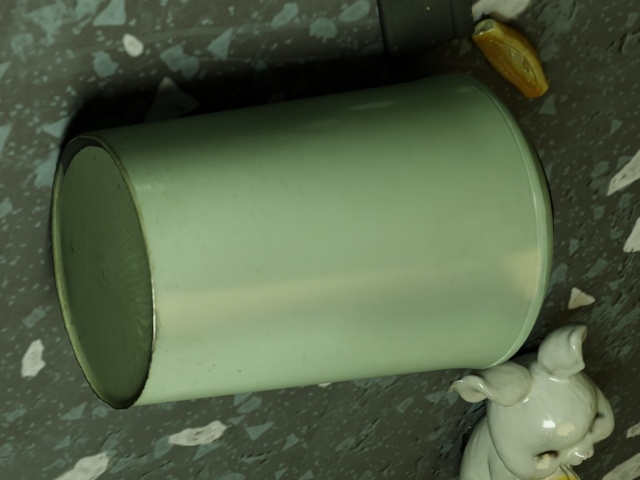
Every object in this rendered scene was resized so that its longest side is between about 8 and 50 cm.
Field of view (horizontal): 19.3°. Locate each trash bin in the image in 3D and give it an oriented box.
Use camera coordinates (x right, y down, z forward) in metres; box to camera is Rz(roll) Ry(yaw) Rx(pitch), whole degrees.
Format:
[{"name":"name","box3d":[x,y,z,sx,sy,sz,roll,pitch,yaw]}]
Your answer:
[{"name":"trash bin","box3d":[0.000,0.000,1.697,0.432,0.280,0.280,-8,134,-26]}]

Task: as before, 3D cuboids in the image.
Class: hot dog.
[{"name":"hot dog","box3d":[0.190,-0.180,1.841,0.044,0.028,0.137,-21,146,25]}]

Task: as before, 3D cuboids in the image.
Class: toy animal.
[{"name":"toy animal","box3d":[0.244,0.222,2.205,0.208,0.154,0.325,-24,135,-5]}]

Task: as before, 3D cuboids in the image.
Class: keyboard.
[{"name":"keyboard","box3d":[0.086,-0.281,1.667,0.101,0.018,0.309,-25,141,-10]}]
